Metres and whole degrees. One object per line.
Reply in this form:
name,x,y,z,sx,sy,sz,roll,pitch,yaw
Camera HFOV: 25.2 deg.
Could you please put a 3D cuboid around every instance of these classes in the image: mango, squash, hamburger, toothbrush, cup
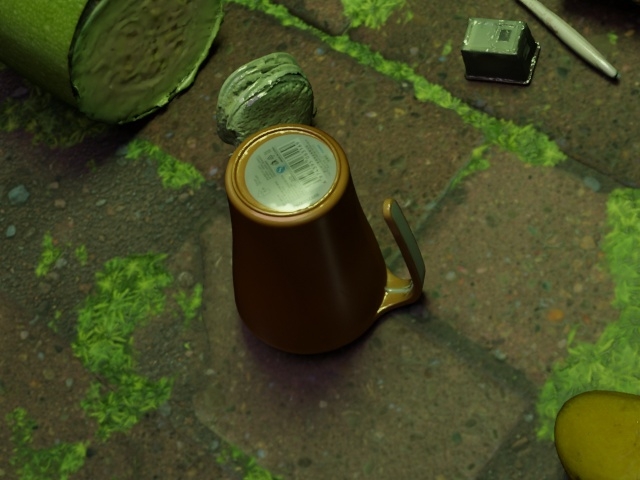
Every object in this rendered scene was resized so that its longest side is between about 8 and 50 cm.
mango,0.323,0.218,1.444,0.195,0.098,0.137,34,83,38
squash,-0.342,-0.336,1.869,0.384,0.263,0.263,35,81,30
hamburger,-0.066,-0.159,1.749,0.133,0.140,0.062,-24,52,-32
toothbrush,0.256,-0.286,1.755,0.029,0.025,0.307,-45,58,5
cup,0.000,0.000,1.585,0.226,0.264,0.182,6,59,11

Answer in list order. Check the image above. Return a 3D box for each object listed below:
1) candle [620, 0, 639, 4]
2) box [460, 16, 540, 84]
candle,0.347,-0.373,1.672,0.330,0.187,0.187,24,75,29
box,0.212,-0.230,1.722,0.084,0.063,0.060,9,70,25
